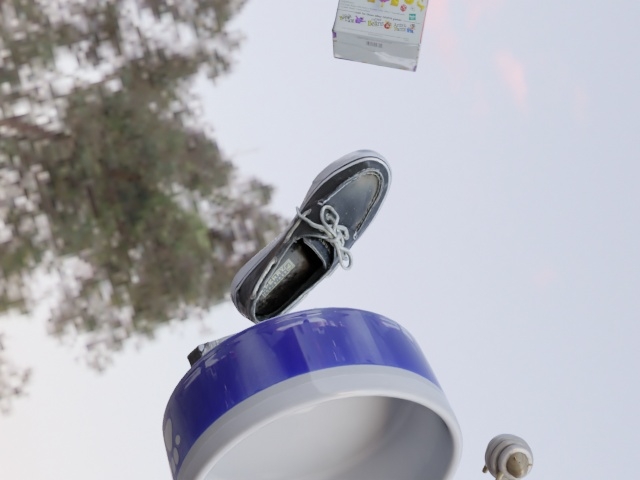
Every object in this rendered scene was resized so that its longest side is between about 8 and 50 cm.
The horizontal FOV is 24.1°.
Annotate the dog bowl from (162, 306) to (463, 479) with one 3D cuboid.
[{"bbox_3d":[-0.009,0.187,1.382,0.265,0.265,0.104,99,-23,-44],"label":"dog bowl"}]

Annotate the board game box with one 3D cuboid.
[{"bbox_3d":[0.114,-0.434,2.431,0.142,0.144,0.275,84,17,-79],"label":"board game box"}]

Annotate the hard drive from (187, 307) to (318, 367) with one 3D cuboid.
[{"bbox_3d":[-0.040,0.292,2.360,0.064,0.237,0.339,-42,-113,56],"label":"hard drive"}]

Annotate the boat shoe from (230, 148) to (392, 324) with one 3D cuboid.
[{"bbox_3d":[-0.003,-0.003,2.131,0.113,0.306,0.105,50,-7,-22],"label":"boat shoe"}]

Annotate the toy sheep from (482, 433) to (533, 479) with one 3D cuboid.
[{"bbox_3d":[0.321,0.374,2.569,0.132,0.091,0.091,-144,-138,-68],"label":"toy sheep"}]
